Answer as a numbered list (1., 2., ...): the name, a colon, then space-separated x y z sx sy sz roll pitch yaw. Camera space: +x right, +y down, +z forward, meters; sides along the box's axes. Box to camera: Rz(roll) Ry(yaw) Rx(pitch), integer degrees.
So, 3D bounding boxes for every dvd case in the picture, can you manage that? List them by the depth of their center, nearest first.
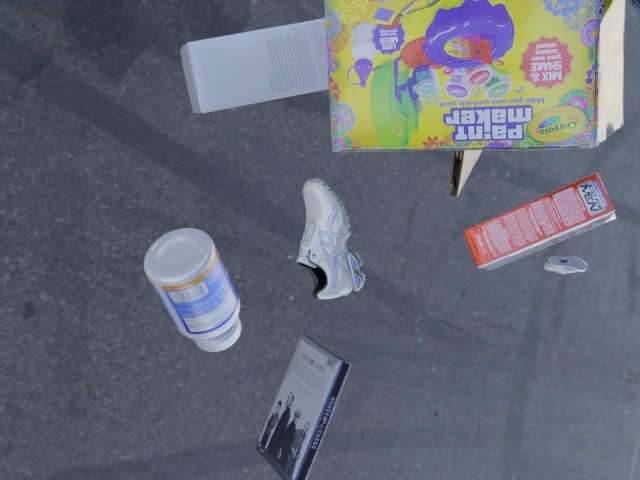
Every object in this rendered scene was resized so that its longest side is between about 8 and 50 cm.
1. dvd case: -0.035 0.308 1.420 0.029 0.179 0.239 23 89 -26

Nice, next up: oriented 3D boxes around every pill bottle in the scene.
1. pill bottle: -0.260 0.116 1.656 0.152 0.152 0.272 -53 145 -30

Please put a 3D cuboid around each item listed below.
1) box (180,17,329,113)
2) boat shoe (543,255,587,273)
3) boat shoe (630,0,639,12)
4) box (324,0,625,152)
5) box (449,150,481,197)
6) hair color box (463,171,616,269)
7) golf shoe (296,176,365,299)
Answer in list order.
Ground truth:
1. box: -0.153 -0.426 1.903 0.345 0.215 0.168 -13 102 -12
2. boat shoe: 0.542 0.058 1.717 0.100 0.035 0.035 3 53 -17
3. boat shoe: 0.454 -0.232 0.858 0.079 0.254 0.095 -51 167 -28
4. box: 0.196 -0.204 0.919 0.279 0.289 0.177 -26 115 -61
5. box: 0.262 -0.195 1.294 0.164 0.021 0.201 85 30 -49
6. hair color box: 0.265 -0.020 0.934 0.093 0.167 0.053 11 58 -68
7. golf shoe: 0.000 0.000 1.097 0.086 0.069 0.176 -22 95 -27
